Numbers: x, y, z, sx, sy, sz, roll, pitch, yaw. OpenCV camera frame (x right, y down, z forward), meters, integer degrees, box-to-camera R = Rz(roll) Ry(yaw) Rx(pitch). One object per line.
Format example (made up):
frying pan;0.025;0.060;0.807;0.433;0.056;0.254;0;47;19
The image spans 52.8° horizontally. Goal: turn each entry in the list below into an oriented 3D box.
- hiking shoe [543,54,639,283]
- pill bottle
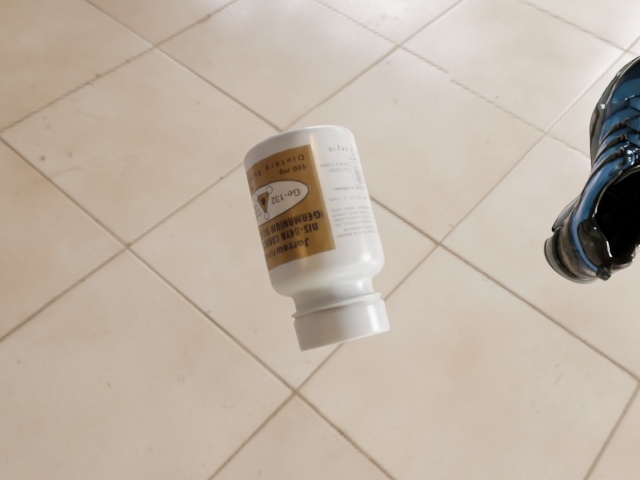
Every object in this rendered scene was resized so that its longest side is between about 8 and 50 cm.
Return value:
hiking shoe;0.374;-0.088;0.755;0.113;0.132;0.304;21;86;-3
pill bottle;0.000;0.000;0.719;0.131;0.131;0.230;-12;82;-13
